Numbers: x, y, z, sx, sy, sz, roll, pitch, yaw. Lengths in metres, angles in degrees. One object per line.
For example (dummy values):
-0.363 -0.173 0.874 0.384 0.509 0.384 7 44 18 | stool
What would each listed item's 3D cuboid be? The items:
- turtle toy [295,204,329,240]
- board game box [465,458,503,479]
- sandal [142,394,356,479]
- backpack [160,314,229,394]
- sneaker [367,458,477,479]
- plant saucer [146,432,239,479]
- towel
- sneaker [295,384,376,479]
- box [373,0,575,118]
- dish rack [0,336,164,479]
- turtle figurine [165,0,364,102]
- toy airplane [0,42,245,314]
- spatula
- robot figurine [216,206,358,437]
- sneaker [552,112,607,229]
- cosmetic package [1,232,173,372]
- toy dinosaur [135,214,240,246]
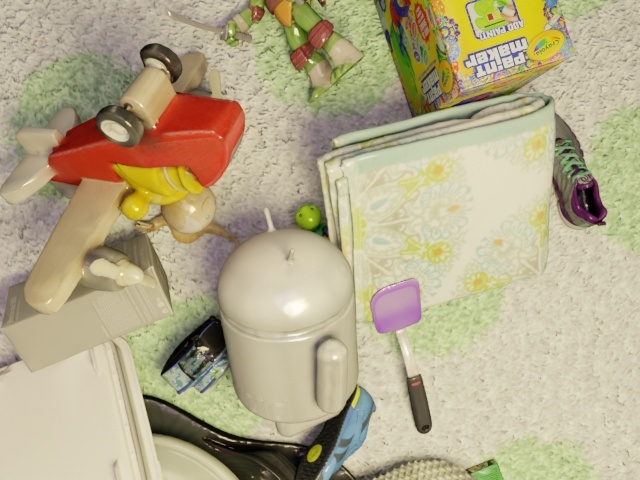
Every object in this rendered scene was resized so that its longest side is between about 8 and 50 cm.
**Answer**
0.000 0.000 1.190 0.095 0.066 0.130 -30 92 -5 | turtle toy
0.204 0.486 1.224 0.259 0.030 0.136 -19 89 -5 | board game box
-0.143 0.390 1.154 0.445 0.107 0.168 20 89 -5 | sandal
-0.195 0.196 1.150 0.114 0.105 0.084 -41 96 19 | backpack
0.125 0.462 1.161 0.293 0.102 0.146 -11 111 -15 | sneaker
-0.275 0.504 1.094 0.400 0.100 0.401 1 95 10 | plant saucer
0.189 -0.045 1.123 0.374 0.090 0.321 -14 126 -9 | towel
0.034 0.332 1.155 0.082 0.069 0.209 48 52 -22 | sneaker
0.214 -0.353 1.099 0.177 0.290 0.279 -19 90 -5 | box
-0.404 0.307 1.071 0.285 0.072 0.333 -22 59 -4 | dish rack
-0.079 -0.338 1.126 0.197 0.275 0.266 -36 98 30 | turtle figurine
-0.278 -0.101 1.061 0.386 0.384 0.272 -42 123 5 | toy airplane
0.146 0.200 1.177 0.084 0.030 0.297 -17 110 -6 | spatula
-0.045 0.130 1.073 0.199 0.300 0.354 -23 126 -26 | robot figurine
0.429 -0.127 1.212 0.083 0.098 0.224 -25 92 -5 | sneaker
-0.360 0.094 1.117 0.237 0.127 0.107 -21 122 -8 | cosmetic package
-0.211 -0.037 1.189 0.183 0.053 0.093 9 104 3 | toy dinosaur
